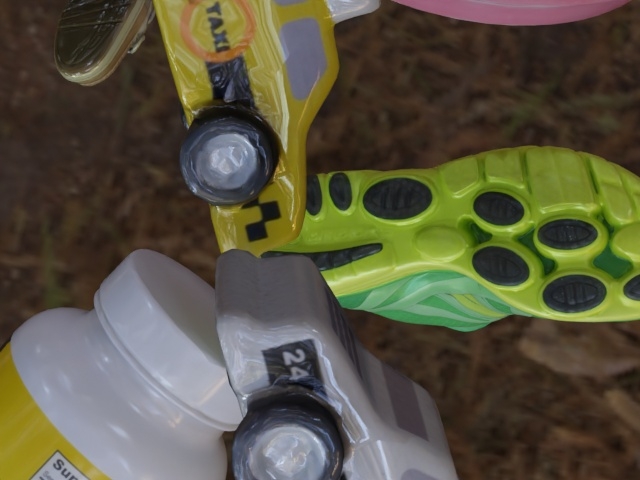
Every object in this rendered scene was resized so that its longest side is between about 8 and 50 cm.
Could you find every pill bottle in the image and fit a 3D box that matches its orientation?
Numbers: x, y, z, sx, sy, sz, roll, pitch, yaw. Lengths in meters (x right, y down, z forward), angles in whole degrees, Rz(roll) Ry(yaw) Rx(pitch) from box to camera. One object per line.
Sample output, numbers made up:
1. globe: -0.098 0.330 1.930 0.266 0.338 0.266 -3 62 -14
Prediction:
1. pill bottle: -0.190 0.171 1.427 0.334 0.188 0.188 -47 59 11

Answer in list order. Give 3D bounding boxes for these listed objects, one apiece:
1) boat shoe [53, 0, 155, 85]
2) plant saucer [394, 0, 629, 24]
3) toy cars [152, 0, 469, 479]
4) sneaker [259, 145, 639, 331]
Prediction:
1. boat shoe: -0.122 -0.146 1.240 0.056 0.048 0.153 -11 43 23
2. plant saucer: 0.101 -0.238 1.273 0.332 0.332 0.084 41 137 33
3. toy cars: 0.000 0.000 0.710 0.087 0.176 0.393 -14 65 0
4. sneaker: 0.106 0.001 1.276 0.295 0.123 0.109 3 82 32
